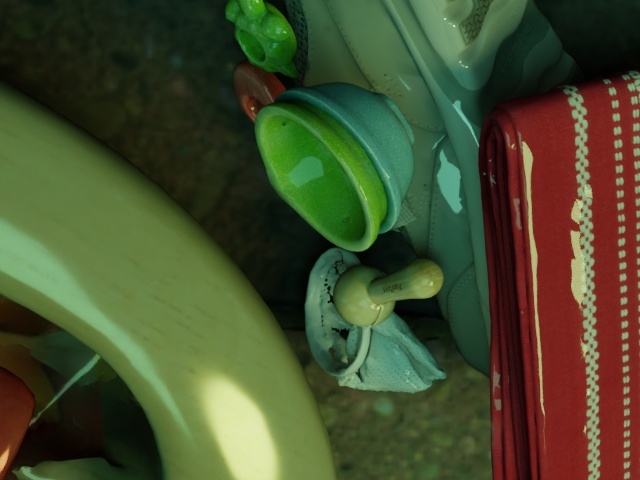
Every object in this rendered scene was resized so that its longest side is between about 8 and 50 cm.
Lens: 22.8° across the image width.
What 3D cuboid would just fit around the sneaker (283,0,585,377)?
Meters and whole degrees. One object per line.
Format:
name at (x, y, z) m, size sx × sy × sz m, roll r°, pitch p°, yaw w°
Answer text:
sneaker at (0.049, -0.060, 0.703) m, size 0.115 × 0.105 × 0.281 m, roll 6°, pitch 126°, yaw 38°

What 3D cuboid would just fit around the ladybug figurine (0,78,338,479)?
ladybug figurine at (-0.199, 0.048, 0.694) m, size 0.449 × 0.162 × 0.305 m, roll 32°, pitch 109°, yaw -13°

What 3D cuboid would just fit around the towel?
towel at (0.192, 0.006, 0.694) m, size 0.275 × 0.031 × 0.199 m, roll -15°, pitch 113°, yaw -22°

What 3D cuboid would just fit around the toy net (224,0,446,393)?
toy net at (0.000, 0.000, 0.693) m, size 0.045 × 0.122 × 0.232 m, roll -40°, pitch 149°, yaw -22°
